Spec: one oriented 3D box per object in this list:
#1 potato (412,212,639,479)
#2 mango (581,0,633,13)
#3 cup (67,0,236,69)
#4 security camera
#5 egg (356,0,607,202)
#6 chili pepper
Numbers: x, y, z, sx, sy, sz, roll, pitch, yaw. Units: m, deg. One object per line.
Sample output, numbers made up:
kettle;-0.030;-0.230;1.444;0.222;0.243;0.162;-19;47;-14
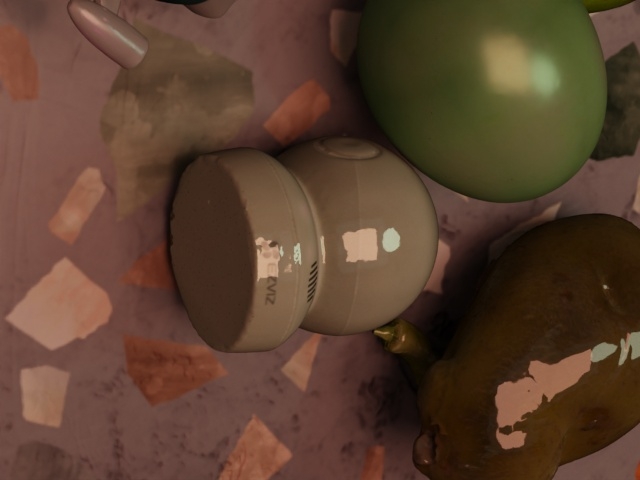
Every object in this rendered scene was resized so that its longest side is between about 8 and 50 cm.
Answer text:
potato;0.225;0.121;1.852;0.351;0.202;0.218;-35;131;-26
mango;0.277;-0.280;1.849;0.178;0.100;0.119;-29;116;-9
cup;-0.130;-0.281;1.612;0.173;0.167;0.300;36;60;-37
security camera;0.000;0.000;1.729;0.236;0.194;0.195;-8;106;-27
egg;0.153;-0.158;1.746;0.220;0.220;0.270;-48;123;-9
chili pepper;0.116;0.148;1.903;0.043;0.049;0.208;-24;120;17
